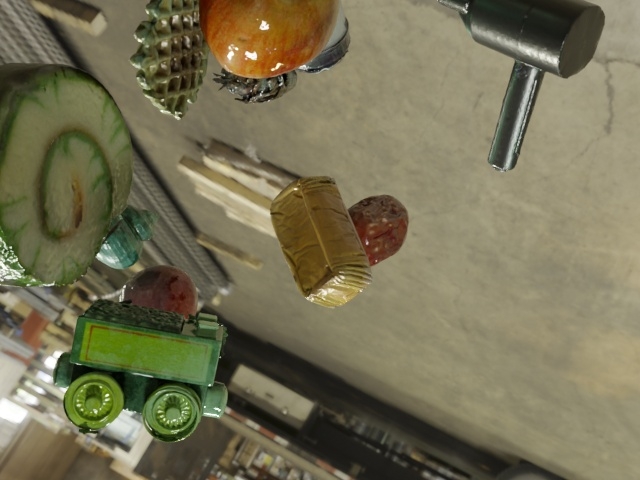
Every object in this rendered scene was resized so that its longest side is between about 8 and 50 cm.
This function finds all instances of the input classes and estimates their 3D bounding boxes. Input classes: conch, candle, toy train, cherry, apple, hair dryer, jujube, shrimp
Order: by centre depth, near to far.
[{"bbox_3d":[-0.275,0.199,1.119,0.272,0.188,0.159,12,-177,-7],"label":"toy train"},{"bbox_3d":[0.289,-0.266,1.161,0.244,0.116,0.302,36,129,36],"label":"hair dryer"},{"bbox_3d":[-0.106,-0.492,1.447,0.302,0.301,0.301,27,161,10],"label":"apple"},{"bbox_3d":[-0.158,-0.425,1.764,0.137,0.171,0.372,-1,-171,13],"label":"shrimp"},{"bbox_3d":[0.132,-0.023,1.865,0.174,0.250,0.174,13,115,30],"label":"jujube"},{"bbox_3d":[-0.530,-0.014,1.952,0.134,0.202,0.196,37,157,-22],"label":"conch"},{"bbox_3d":[-0.044,-0.646,1.972,0.222,0.221,0.342,20,149,28],"label":"candle"},{"bbox_3d":[-0.466,0.193,2.022,0.239,0.239,0.206,12,143,43],"label":"cherry"}]

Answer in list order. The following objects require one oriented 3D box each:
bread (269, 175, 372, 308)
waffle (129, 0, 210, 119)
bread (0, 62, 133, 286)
[{"bbox_3d":[0.000,0.000,1.539,0.119,0.288,0.152,10,139,-46],"label":"bread"},{"bbox_3d":[-0.309,-0.425,1.544,0.056,0.291,0.309,15,165,15],"label":"waffle"},{"bbox_3d":[-0.458,-0.105,1.180,0.129,0.365,0.382,5,-177,18],"label":"bread"}]
